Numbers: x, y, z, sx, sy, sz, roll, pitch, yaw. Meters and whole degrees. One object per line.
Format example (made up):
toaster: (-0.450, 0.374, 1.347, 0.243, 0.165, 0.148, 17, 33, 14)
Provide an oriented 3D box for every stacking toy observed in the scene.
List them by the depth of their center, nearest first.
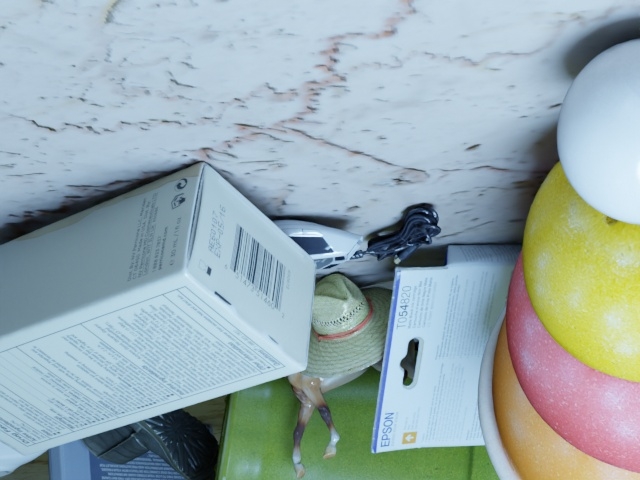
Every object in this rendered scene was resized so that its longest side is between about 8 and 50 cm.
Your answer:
stacking toy: (0.265, 0.017, 1.047, 0.351, 0.350, 0.480, -8, 145, 11)

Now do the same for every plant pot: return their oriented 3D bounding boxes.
plant pot: (0.047, 0.287, 1.737, 0.353, 0.366, 0.366, 8, 162, -3)

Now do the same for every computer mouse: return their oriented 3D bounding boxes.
computer mouse: (0.000, 0.000, 1.228, 0.193, 0.042, 0.106, -5, 169, -17)

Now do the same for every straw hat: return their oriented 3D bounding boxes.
straw hat: (0.017, 0.068, 1.398, 0.145, 0.144, 0.061, -12, 121, 23)

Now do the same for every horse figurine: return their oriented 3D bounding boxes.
horse figurine: (0.035, 0.146, 1.560, 0.263, 0.174, 0.066, -25, 149, 18)

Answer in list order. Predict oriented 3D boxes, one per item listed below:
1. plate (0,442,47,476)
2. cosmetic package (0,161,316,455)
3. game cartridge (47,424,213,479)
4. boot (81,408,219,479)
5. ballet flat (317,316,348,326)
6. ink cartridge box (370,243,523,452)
plate: (-0.458, 0.247, 1.526, 0.277, 0.045, 0.278, 4, 162, -36)
cosmetic package: (-0.174, 0.065, 1.159, 0.309, 0.113, 0.160, -18, 137, 29)
game cartridge: (-0.270, 0.363, 2.084, 0.297, 0.198, 0.062, 12, 157, -43)
boot: (-0.236, 0.277, 1.904, 0.076, 0.189, 0.208, -40, -179, -39)
ballet flat: (-0.006, 0.092, 1.506, 0.173, 0.049, 0.057, -15, 166, 31)
ink cartridge box: (0.163, 0.106, 1.386, 0.224, 0.045, 0.223, -1, 121, -13)
